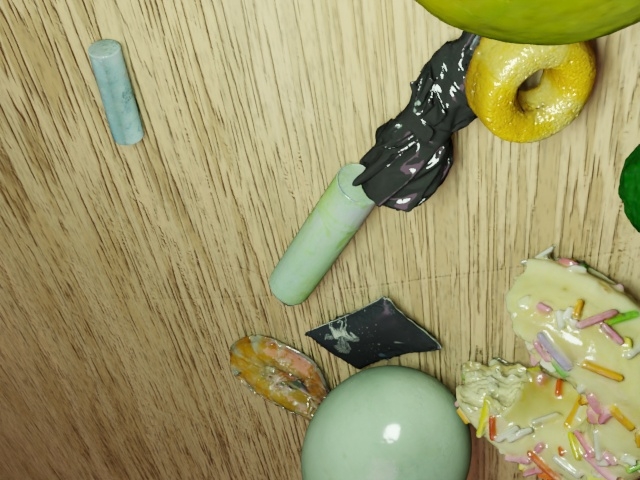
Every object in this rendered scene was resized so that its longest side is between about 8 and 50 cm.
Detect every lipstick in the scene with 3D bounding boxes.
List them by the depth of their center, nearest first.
[{"bbox_3d":[-0.294,-0.212,1.274,0.048,0.048,0.158,14,139,18],"label":"lipstick"},{"bbox_3d":[0.000,0.000,1.312,0.076,0.076,0.304,30,142,-2],"label":"lipstick"}]

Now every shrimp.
[{"bbox_3d":[-0.029,0.275,1.647,0.316,0.062,0.164,34,139,-3],"label":"shrimp"}]

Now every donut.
[{"bbox_3d":[0.228,-0.170,0.948,0.151,0.058,0.152,-7,135,-7],"label":"donut"},{"bbox_3d":[0.351,0.211,1.238,0.307,0.150,0.371,35,143,16],"label":"donut"}]

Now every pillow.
[{"bbox_3d":[0.082,0.158,1.452,0.141,0.055,0.208,39,141,-23],"label":"pillow"}]

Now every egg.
[{"bbox_3d":[0.108,0.361,1.484,0.276,0.276,0.389,25,144,4],"label":"egg"}]

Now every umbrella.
[{"bbox_3d":[0.141,-0.164,1.039,0.118,0.118,0.340,27,133,1],"label":"umbrella"}]

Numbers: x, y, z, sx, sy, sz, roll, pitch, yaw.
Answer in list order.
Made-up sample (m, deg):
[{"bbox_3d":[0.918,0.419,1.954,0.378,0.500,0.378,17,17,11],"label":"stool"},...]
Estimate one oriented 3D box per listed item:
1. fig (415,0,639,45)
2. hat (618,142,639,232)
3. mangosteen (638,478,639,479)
[{"bbox_3d":[0.191,-0.304,0.646,0.343,0.343,0.343,17,140,14],"label":"fig"},{"bbox_3d":[0.493,-0.061,0.848,0.400,0.285,0.285,27,146,34],"label":"hat"},{"bbox_3d":[0.526,0.358,1.327,0.199,0.200,0.200,17,140,14],"label":"mangosteen"}]
